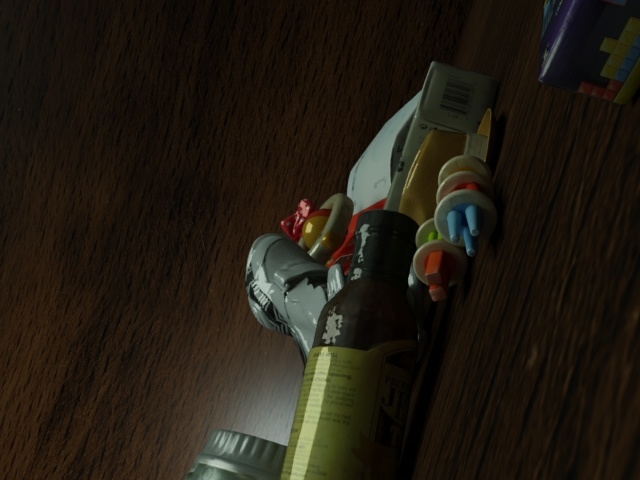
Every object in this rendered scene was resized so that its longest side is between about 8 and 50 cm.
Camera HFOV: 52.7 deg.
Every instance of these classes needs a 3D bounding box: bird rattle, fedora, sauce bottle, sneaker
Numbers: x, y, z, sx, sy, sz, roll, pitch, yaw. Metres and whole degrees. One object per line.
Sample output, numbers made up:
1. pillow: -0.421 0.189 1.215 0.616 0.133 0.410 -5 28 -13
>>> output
1. bird rattle: 0.000 0.000 1.177 0.207 0.143 0.253 -43 12 43
2. fedora: 0.138 -0.062 0.738 0.194 0.079 0.194 17 -90 -85
3. sauce bottle: 0.038 0.134 0.645 0.111 0.111 0.344 96 -173 -70
4. sneaker: 0.019 0.073 0.870 0.366 0.137 0.210 59 137 38

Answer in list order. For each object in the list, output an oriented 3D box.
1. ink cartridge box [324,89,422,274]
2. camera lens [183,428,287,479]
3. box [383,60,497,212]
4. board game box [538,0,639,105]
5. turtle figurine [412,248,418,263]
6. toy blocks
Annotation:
1. ink cartridge box: 0.096 -0.101 1.233 0.385 0.091 0.308 -52 6 -12
2. camera lens: -0.078 0.374 0.708 0.219 0.219 0.274 98 -170 -65
3. box: 0.162 -0.116 0.936 0.275 0.094 0.113 101 -172 -59
4. board game box: 0.154 -0.171 0.293 0.141 0.048 0.170 -66 -7 -45
5. turtle figurine: 0.098 0.077 1.052 0.175 0.118 0.234 -45 -5 -16
6. toy blocks: 0.119 0.000 0.585 0.148 0.054 0.123 -64 -8 -63
